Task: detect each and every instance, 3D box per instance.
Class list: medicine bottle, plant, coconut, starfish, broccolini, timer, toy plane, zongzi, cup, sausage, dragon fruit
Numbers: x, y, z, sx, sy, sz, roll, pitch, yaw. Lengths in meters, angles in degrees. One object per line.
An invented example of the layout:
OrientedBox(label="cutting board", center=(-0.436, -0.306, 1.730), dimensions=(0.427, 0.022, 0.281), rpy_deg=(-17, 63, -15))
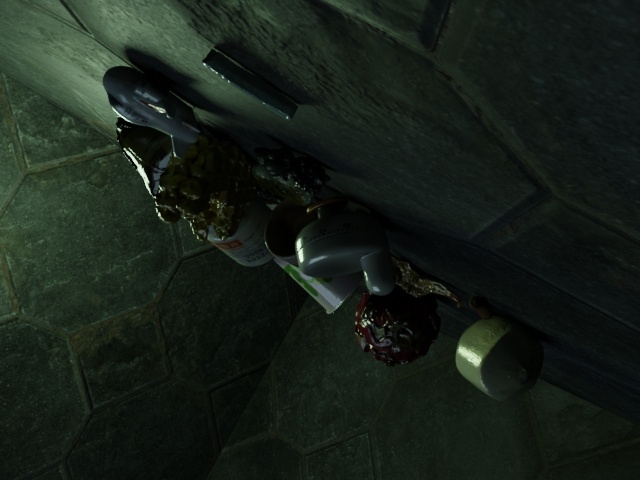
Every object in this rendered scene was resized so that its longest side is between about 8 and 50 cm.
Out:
OrientedBox(label="medicine bottle", center=(-0.275, -0.071, 2.183), dimensions=(0.211, 0.211, 0.371), rpy_deg=(26, 170, 29))
OrientedBox(label="plant", center=(-0.061, -0.155, 1.483), dimensions=(0.174, 0.087, 0.085), rpy_deg=(24, 143, 7))
OrientedBox(label="coconut", center=(0.549, 0.359, 2.091), dimensions=(0.245, 0.245, 0.247), rpy_deg=(33, -179, -31))
OrientedBox(label="starfish", center=(0.264, 0.123, 2.189), dimensions=(0.301, 0.084, 0.293), rpy_deg=(27, 173, -11))
OrientedBox(label="broccolini", center=(-0.215, -0.181, 2.023), dimensions=(0.201, 0.058, 0.074), rpy_deg=(28, 167, 7))
OrientedBox(label="timer", center=(0.060, 0.036, 1.698), dimensions=(0.233, 0.240, 0.233), rpy_deg=(-12, 163, -4))
OrientedBox(label="toy plane", center=(-0.380, -0.299, 1.570), dimensions=(0.252, 0.118, 0.252), rpy_deg=(30, 171, 5))
OrientedBox(label="zongzi", center=(-0.448, -0.312, 1.936), dimensions=(0.289, 0.154, 0.318), rpy_deg=(50, 137, 14))
OrientedBox(label="cup", center=(0.005, 0.068, 2.313), dimensions=(0.274, 0.253, 0.253), rpy_deg=(39, 173, -5))
OrientedBox(label="sausage", center=(0.464, 0.195, 2.013), dimensions=(0.040, 0.047, 0.176), rpy_deg=(7, 164, 29))
OrientedBox(label="cup", center=(0.000, 0.000, 1.944), dimensions=(0.252, 0.192, 0.200), rpy_deg=(14, 168, 40))
OrientedBox(label="dragon fruit", center=(0.272, 0.284, 2.463), dimensions=(0.329, 0.329, 0.329), rpy_deg=(29, 174, 3))

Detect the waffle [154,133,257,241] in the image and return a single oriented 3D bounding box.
OrientedBox(label="waffle", center=(-0.293, -0.135, 1.822), dimensions=(0.151, 0.261, 0.324), rpy_deg=(20, 174, 17))

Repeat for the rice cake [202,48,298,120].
OrientedBox(label="rice cake", center=(-0.111, -0.250, 1.115), dimensions=(0.170, 0.033, 0.029), rpy_deg=(31, 177, -17))

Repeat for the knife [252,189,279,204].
OrientedBox(label="knife", center=(-0.282, -0.209, 2.195), dimensions=(0.132, 0.038, 0.398), rpy_deg=(16, 167, 46))

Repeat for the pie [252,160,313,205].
OrientedBox(label="pie", center=(-0.101, -0.148, 1.828), dimensions=(0.186, 0.041, 0.187), rpy_deg=(30, 169, 6))
